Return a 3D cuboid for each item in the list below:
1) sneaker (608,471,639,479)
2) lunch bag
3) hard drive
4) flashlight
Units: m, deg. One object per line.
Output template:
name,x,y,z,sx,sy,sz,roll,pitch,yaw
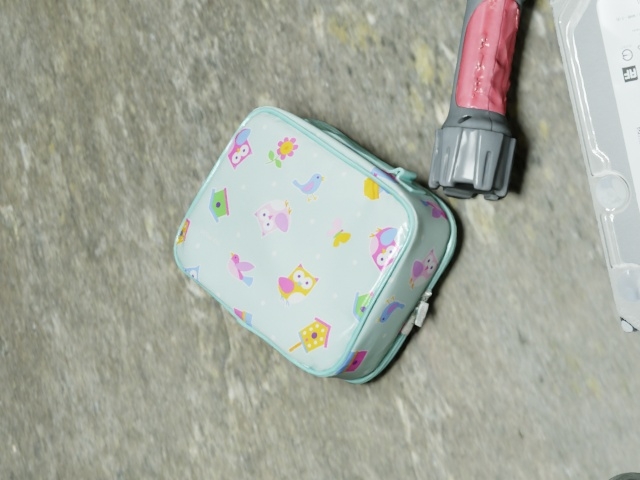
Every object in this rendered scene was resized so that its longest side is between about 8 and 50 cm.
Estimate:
sneaker,0.336,0.315,1.579,0.267,0.101,0.106,44,129,33
lunch bag,0.000,0.000,1.862,0.279,0.108,0.224,36,99,35
hard drive,0.340,-0.100,1.596,0.237,0.064,0.339,-9,95,35
flashlight,0.170,-0.195,1.783,0.103,0.103,0.304,5,82,34
